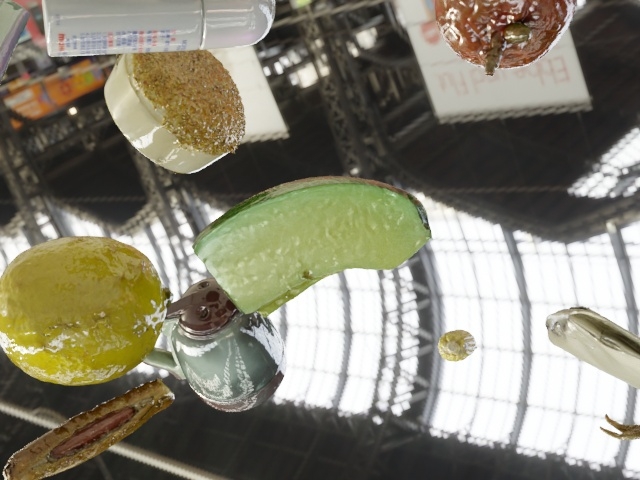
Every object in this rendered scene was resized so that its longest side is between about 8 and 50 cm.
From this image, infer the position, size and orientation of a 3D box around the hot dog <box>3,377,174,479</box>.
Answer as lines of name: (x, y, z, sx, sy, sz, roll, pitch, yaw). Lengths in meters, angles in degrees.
hot dog: (-0.359, 0.298, 1.554, 0.289, 0.068, 0.083, -29, -176, -27)

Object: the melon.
melon: (0.000, 0.000, 1.633, 0.344, 0.331, 0.226, -31, -118, 4)

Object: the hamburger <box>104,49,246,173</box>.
hamburger: (-0.269, -0.271, 1.897, 0.179, 0.276, 0.294, -43, -125, 25)

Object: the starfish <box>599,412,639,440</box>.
starfish: (0.510, 0.310, 1.535, 0.133, 0.041, 0.130, 14, -166, -7)

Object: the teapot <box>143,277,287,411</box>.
teapot: (-0.256, 0.212, 2.185, 0.315, 0.312, 0.233, -11, -127, 6)

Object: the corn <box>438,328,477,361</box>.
corn: (0.286, 0.217, 2.063, 0.067, 0.067, 0.206, -17, 171, 15)

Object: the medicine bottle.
medicine bottle: (-0.235, -0.344, 1.478, 0.341, 0.130, 0.130, -5, -164, -15)

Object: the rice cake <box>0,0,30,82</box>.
rice cake: (-0.378, -0.222, 1.109, 0.042, 0.080, 0.221, -46, -154, 26)

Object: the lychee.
lychee: (0.318, -0.412, 1.716, 0.255, 0.255, 0.300, -9, -142, 34)

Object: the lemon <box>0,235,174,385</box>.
lemon: (-0.396, 0.115, 1.640, 0.284, 0.260, 0.261, 0, -179, -40)

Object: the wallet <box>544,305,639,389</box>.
wallet: (0.442, 0.167, 1.359, 0.068, 0.275, 0.335, -63, 176, -3)
